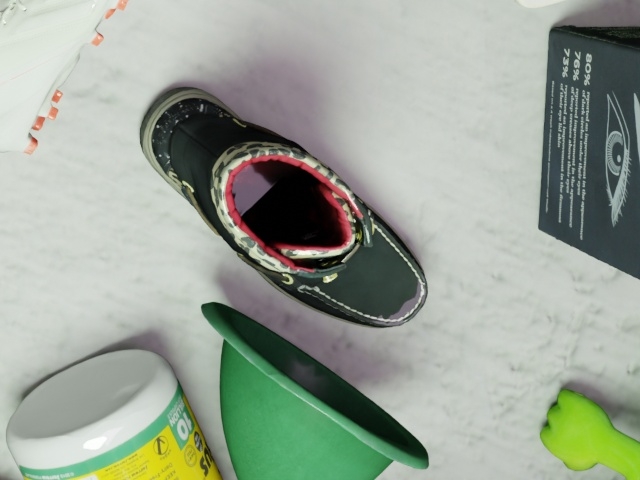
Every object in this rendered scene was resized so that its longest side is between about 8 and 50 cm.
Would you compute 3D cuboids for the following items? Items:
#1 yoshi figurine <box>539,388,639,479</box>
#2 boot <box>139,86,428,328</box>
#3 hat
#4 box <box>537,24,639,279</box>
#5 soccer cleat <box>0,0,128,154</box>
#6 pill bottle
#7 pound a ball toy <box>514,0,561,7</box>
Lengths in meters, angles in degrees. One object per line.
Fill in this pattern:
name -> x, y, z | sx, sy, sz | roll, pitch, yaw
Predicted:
yoshi figurine -> 0.261, 0.208, 1.195 | 0.362, 0.203, 0.203 | -58, 149, -11
boot -> -0.002, 0.001, 1.011 | 0.236, 0.178, 0.085 | 38, 89, -23
hat -> -0.043, 0.170, 1.050 | 0.208, 0.173, 0.183 | 34, 94, -20
box -> 0.240, -0.059, 1.066 | 0.108, 0.207, 0.153 | -3, 105, -19
soccer cleat -> -0.167, -0.136, 0.955 | 0.076, 0.068, 0.196 | 28, 115, -18
pill bottle -> -0.115, 0.187, 1.055 | 0.117, 0.117, 0.208 | -26, 111, -11
pound a ball toy -> 0.244, -0.257, 1.015 | 0.319, 0.208, 0.136 | -21, 111, -13
